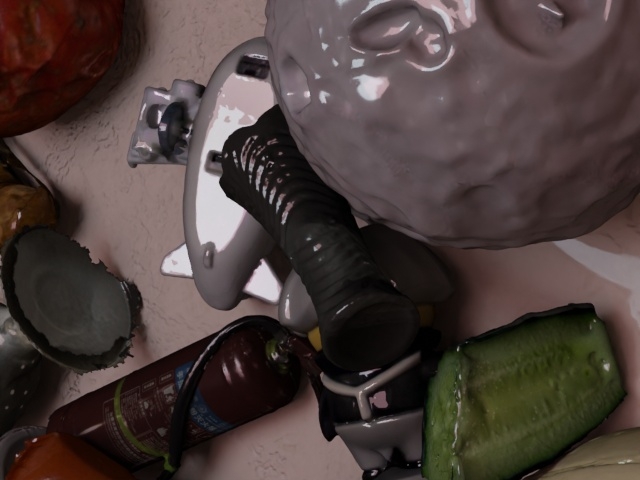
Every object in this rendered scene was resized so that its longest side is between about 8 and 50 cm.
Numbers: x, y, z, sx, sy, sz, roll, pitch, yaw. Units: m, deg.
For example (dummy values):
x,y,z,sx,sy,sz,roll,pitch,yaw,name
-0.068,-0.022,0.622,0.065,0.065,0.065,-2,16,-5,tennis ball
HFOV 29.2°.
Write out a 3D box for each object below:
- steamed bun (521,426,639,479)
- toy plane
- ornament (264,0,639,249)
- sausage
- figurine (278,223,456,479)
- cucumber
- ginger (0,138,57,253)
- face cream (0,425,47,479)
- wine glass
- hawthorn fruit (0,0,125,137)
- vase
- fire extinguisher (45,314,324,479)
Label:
x,y,z,sx,sy,sz,roll,pitch,yaw,name
0.257,0.238,0.903,0.250,0.154,0.200,-12,81,32,steamed bun
-0.069,-0.062,1.174,0.266,0.122,0.267,1,93,18,toy plane
0.124,-0.155,0.894,0.337,0.337,0.337,-2,87,36,ornament
-0.155,0.300,1.175,0.348,0.094,0.097,32,83,5,sausage
0.061,0.102,1.067,0.176,0.133,0.236,-18,80,24,figurine
0.149,0.123,0.969,0.115,0.193,0.086,67,158,2,cucumber
-0.396,-0.086,1.426,0.309,0.107,0.133,49,129,31,ginger
-0.310,0.309,1.300,0.153,0.177,0.177,-48,63,23,face cream
-0.376,0.133,1.352,0.357,0.190,0.191,-32,70,28,wine glass
-0.341,-0.232,1.308,0.261,0.258,0.258,0,88,22,hawthorn fruit
0.000,0.000,0.985,0.115,0.115,0.237,-53,38,22,vase
-0.120,0.166,1.220,0.341,0.105,0.141,-26,112,30,fire extinguisher
